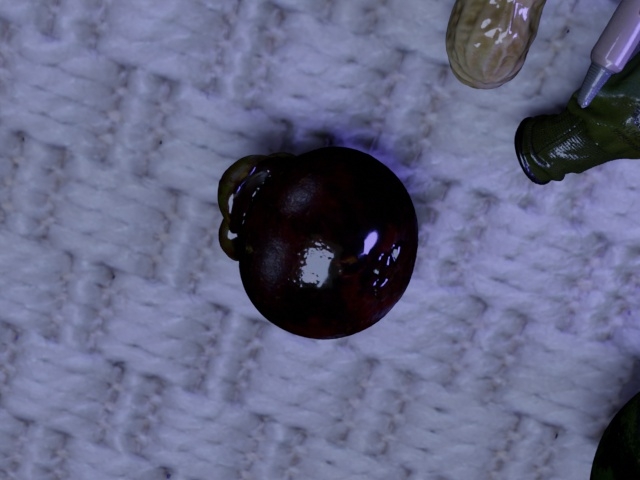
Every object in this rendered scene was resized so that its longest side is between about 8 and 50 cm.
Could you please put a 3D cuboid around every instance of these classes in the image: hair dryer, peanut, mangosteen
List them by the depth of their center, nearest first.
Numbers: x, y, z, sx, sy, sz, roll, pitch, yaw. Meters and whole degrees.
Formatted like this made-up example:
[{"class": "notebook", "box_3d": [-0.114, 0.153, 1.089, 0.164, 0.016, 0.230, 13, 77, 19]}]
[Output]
[{"class": "hair dryer", "box_3d": [0.279, -0.237, 1.748, 0.195, 0.053, 0.220, 42, 96, -14]}, {"class": "peanut", "box_3d": [0.171, -0.226, 1.799, 0.083, 0.093, 0.194, 26, 127, 11]}, {"class": "mangosteen", "box_3d": [0.000, 0.000, 1.925, 0.210, 0.210, 0.210, 5, 123, 8]}]

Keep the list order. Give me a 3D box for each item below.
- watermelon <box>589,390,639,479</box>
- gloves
[{"class": "watermelon", "box_3d": [0.407, 0.259, 1.965, 0.269, 0.269, 0.269, 5, 123, 8]}, {"class": "gloves", "box_3d": [0.312, -0.129, 1.829, 0.268, 0.107, 0.135, -32, 142, 25]}]
